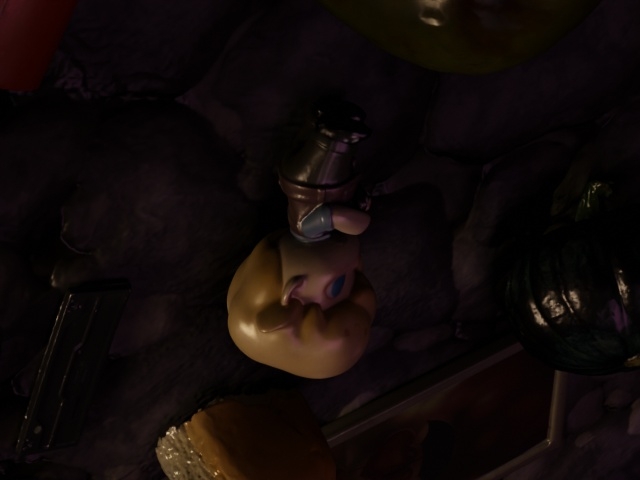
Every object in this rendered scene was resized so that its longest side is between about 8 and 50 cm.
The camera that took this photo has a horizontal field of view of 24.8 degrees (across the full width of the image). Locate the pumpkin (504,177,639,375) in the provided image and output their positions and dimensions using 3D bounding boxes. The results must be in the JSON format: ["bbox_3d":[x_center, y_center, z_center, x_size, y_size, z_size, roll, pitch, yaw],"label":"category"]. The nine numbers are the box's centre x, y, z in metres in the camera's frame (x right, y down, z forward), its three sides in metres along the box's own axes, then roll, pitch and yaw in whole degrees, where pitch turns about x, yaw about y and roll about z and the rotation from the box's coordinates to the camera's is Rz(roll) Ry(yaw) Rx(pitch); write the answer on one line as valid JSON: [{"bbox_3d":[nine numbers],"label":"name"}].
[{"bbox_3d":[0.245,0.043,1.212,0.194,0.150,0.194,-14,135,-14],"label":"pumpkin"}]

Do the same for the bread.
[{"bbox_3d":[-0.049,0.170,1.130,0.125,0.106,0.082,-4,131,-40],"label":"bread"}]

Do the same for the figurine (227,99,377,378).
[{"bbox_3d":[0.000,0.000,1.015,0.108,0.114,0.196,9,113,-16],"label":"figurine"}]

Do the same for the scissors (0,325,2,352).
[{"bbox_3d":[-0.252,0.143,1.007,0.088,0.017,0.220,0,128,-35],"label":"scissors"}]

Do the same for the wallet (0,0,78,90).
[{"bbox_3d":[-0.165,-0.173,0.741,0.142,0.045,0.204,7,122,-43],"label":"wallet"}]

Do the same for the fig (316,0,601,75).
[{"bbox_3d":[0.090,-0.211,0.819,0.225,0.203,0.203,-53,154,-38],"label":"fig"}]

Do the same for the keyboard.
[{"bbox_3d":[-0.174,0.091,1.025,0.053,0.010,0.155,-4,130,-38],"label":"keyboard"}]

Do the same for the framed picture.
[{"bbox_3d":[0.111,0.188,1.352,0.289,0.020,0.211,-25,140,-19],"label":"framed picture"}]
